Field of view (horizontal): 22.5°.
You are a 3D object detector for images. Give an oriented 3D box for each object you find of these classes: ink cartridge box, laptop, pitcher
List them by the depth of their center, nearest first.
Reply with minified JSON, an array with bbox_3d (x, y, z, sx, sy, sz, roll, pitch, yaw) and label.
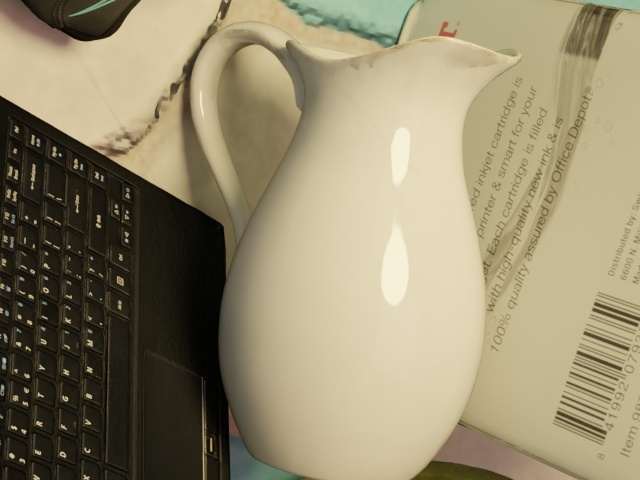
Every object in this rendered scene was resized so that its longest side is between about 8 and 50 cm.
[{"bbox_3d":[-0.088,0.011,0.666,0.264,0.137,0.234,31,43,-39],"label":"laptop"},{"bbox_3d":[0.000,0.000,0.775,0.125,0.178,0.207,0,100,-52],"label":"pitcher"},{"bbox_3d":[0.158,0.007,0.818,0.129,0.307,0.223,19,91,-42],"label":"ink cartridge box"}]

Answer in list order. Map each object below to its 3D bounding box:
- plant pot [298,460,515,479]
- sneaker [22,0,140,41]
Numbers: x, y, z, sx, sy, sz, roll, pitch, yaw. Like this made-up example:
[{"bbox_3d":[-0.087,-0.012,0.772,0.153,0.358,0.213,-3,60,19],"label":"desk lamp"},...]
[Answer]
[{"bbox_3d":[0.052,0.306,0.880,0.276,0.276,0.254,-39,135,-22],"label":"plant pot"},{"bbox_3d":[-0.051,-0.203,0.745,0.267,0.101,0.106,-42,135,-10],"label":"sneaker"}]
